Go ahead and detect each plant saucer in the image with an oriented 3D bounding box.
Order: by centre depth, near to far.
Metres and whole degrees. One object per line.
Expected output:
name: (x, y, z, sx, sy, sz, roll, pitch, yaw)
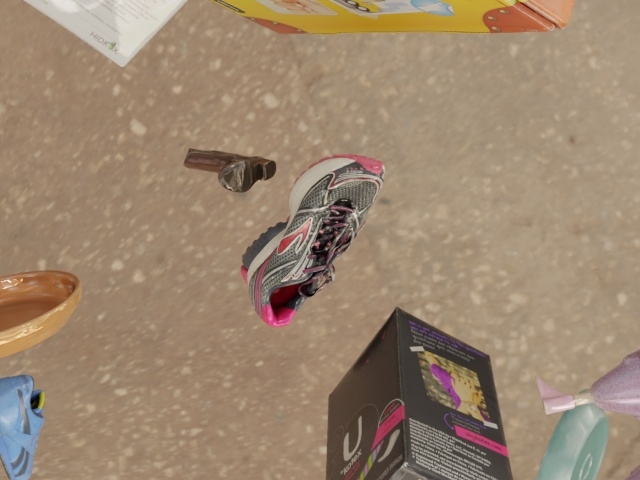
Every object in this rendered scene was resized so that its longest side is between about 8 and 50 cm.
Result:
plant saucer: (0.203, 0.178, 0.855, 0.119, 0.021, 0.119, -34, 134, -46)
plant saucer: (-0.361, 0.088, 1.195, 0.200, 0.200, 0.037, -23, 111, -28)

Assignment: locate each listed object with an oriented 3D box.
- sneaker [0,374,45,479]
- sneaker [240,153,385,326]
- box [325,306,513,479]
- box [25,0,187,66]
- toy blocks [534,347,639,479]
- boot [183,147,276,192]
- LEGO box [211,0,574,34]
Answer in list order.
sneaker: (-0.378, 0.242, 1.365, 0.082, 0.209, 0.069, -25, 55, -22)
sneaker: (0.000, 0.000, 1.499, 0.120, 0.299, 0.112, 14, 40, -31)
box: (0.103, 0.233, 1.202, 0.143, 0.165, 0.270, 28, 28, -14)
box: (-0.138, -0.189, 0.685, 0.102, 0.087, 0.101, 34, 27, -33)
toy blocks: (0.276, 0.138, 0.562, 0.260, 0.289, 0.309, -15, 119, 3)
boot: (-0.126, -0.087, 1.267, 0.106, 0.114, 0.037, -13, 114, -58)
LEGO box: (-0.069, -0.337, 0.851, 0.500, 0.372, 0.193, 17, 86, -43)
